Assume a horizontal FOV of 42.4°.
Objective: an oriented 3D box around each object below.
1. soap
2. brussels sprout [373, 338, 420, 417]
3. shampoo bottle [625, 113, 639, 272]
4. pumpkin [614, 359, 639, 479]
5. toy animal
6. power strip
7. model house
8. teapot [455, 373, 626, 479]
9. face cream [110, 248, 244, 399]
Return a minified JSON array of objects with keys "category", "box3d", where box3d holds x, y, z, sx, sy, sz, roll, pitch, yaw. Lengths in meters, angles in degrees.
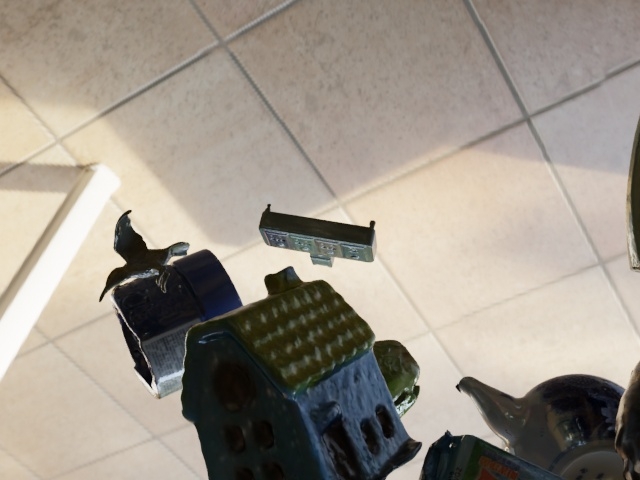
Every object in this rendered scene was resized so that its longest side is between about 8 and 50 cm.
[{"category":"soap","box3d":[0.255,0.358,1.023,0.293,0.156,0.077,23,149,6]},{"category":"brussels sprout","box3d":[0.135,0.370,2.111,0.243,0.244,0.244,2,128,2]},{"category":"shampoo bottle","box3d":[0.535,-0.126,1.241,0.134,0.078,0.360,8,90,-4]},{"category":"pumpkin","box3d":[0.343,0.154,0.629,0.163,0.233,0.233,27,125,-25]},{"category":"toy animal","box3d":[-0.290,0.046,1.340,0.095,0.155,0.219,22,157,13]},{"category":"power strip","box3d":[0.000,0.000,1.556,0.215,0.061,0.145,10,156,11]},{"category":"model house","box3d":[-0.042,0.196,1.109,0.215,0.237,0.303,-23,87,34]},{"category":"teapot","box3d":[0.428,0.336,1.392,0.423,0.280,0.252,23,107,-7]},{"category":"face cream","box3d":[-0.285,0.170,1.678,0.225,0.249,0.249,-24,130,-21]}]
